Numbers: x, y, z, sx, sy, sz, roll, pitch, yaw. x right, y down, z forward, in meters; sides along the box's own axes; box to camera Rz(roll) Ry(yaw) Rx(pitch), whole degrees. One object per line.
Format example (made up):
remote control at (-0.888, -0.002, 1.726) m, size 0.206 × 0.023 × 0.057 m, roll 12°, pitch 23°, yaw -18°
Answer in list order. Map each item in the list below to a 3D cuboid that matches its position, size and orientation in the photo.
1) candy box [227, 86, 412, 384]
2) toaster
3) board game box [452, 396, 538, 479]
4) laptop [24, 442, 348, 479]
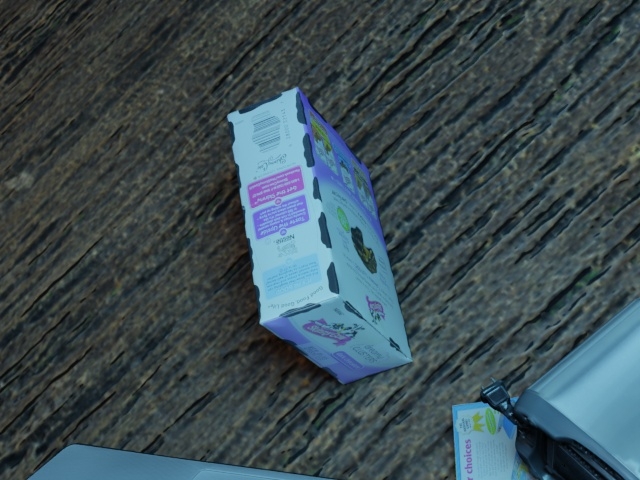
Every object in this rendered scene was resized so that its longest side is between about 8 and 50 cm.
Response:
candy box at (0.000, 0.000, 1.050) m, size 0.070 × 0.165 × 0.196 m, roll -20°, pitch 60°, yaw 16°
toaster at (0.240, 0.138, 0.885) m, size 0.146 × 0.129 × 0.227 m, roll -40°, pitch 59°, yaw -15°
board game box at (0.157, 0.196, 0.968) m, size 0.103 × 0.026 × 0.154 m, roll -10°, pitch 63°, yaw 20°
laptop at (-0.157, 0.172, 0.876) m, size 0.381 × 0.408 × 0.236 m, roll 3°, pitch 112°, yaw 26°
